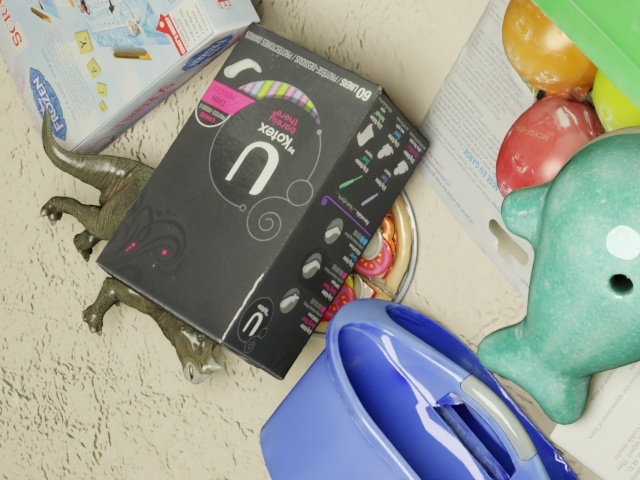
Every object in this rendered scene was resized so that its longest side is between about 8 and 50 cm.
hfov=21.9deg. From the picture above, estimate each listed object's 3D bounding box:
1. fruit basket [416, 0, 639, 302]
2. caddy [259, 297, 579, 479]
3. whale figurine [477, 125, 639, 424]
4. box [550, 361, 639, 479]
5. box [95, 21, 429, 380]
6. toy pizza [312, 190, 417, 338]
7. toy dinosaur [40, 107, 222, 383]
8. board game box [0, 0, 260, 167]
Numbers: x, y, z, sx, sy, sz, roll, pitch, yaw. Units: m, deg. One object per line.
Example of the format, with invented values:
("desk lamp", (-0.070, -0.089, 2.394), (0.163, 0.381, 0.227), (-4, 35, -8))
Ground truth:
("fruit basket", (0.240, -0.116, 1.444), (0.327, 0.165, 0.353), (53, 132, 39))
("caddy", (0.113, 0.207, 1.511), (0.341, 0.241, 0.179), (50, 119, 11))
("whale figurine", (0.222, 0.042, 1.288), (0.216, 0.141, 0.272), (39, 122, 4))
("box", (0.314, 0.121, 1.437), (0.119, 0.181, 0.182), (37, 109, 14))
("box", (-0.050, -0.035, 1.532), (0.165, 0.143, 0.270), (29, 85, 29))
("toy pizza", (0.000, 0.000, 1.650), (0.201, 0.032, 0.201), (3, 97, 25))
("toy dinosaur", (-0.182, -0.002, 1.690), (0.160, 0.121, 0.313), (-20, 94, 18))
("board game box", (-0.234, -0.280, 1.647), (0.318, 0.066, 0.319), (-30, 83, 46))
